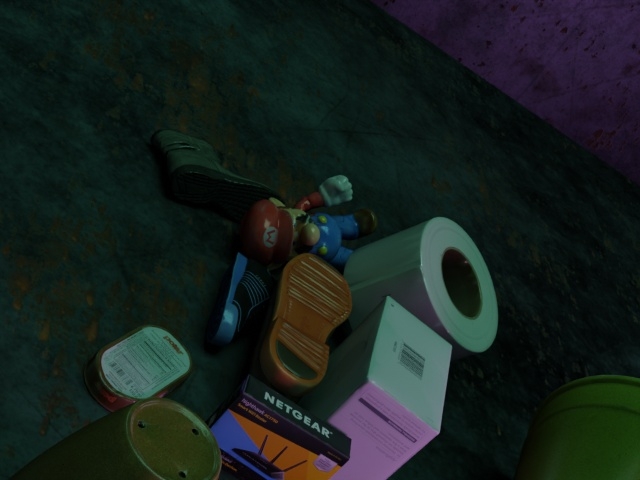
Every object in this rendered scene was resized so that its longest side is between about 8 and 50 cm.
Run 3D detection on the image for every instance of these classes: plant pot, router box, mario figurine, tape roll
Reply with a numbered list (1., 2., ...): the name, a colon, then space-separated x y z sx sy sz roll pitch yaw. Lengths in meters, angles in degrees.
1. plant pot: 0.429 0.454 1.812 0.366 0.366 0.353 44 41 5
2. router box: -0.067 0.281 1.623 0.179 0.133 0.046 33 29 -13
3. mario figurine: 0.000 0.000 2.057 0.320 0.170 0.198 5 47 -50
4. plant pot: -0.226 0.292 1.292 0.237 0.254 0.237 30 30 -19
5. tape roll: 0.177 0.099 2.047 0.246 0.169 0.246 33 46 -43

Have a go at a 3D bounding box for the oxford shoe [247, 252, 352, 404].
1. oxford shoe: -0.048 0.141 1.838 0.130 0.133 0.364 36 30 -5

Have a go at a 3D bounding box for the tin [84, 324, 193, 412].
1. tin: -0.250 0.179 1.644 0.106 0.040 0.189 49 29 5

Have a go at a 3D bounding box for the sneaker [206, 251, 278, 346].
1. sneaker: -0.116 0.101 1.863 0.090 0.081 0.232 28 29 -9

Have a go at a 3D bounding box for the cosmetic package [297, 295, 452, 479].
1. cosmetic package: 0.067 0.244 1.740 0.138 0.225 0.224 39 29 -10

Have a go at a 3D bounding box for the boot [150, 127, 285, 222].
1. boot: -0.179 -0.123 2.105 0.246 0.083 0.161 21 29 -35
